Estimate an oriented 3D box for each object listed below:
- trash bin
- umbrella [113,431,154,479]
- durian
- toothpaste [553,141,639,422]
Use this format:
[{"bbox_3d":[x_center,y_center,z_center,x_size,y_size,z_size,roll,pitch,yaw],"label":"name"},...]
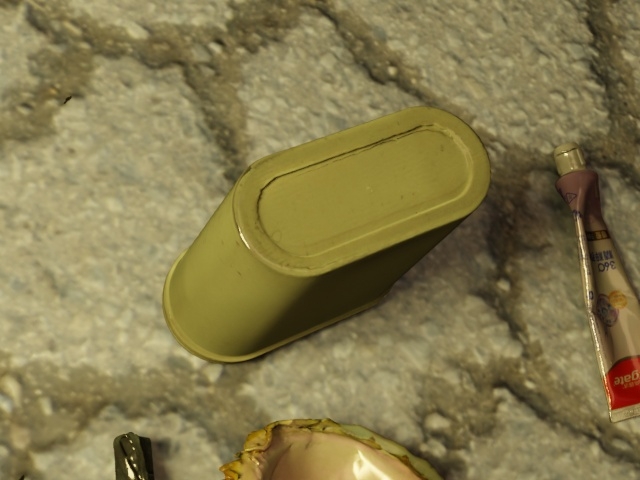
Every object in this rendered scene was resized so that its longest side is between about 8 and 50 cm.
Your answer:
[{"bbox_3d":[0.000,0.000,0.852,0.243,0.247,0.121,-21,79,-26],"label":"trash bin"},{"bbox_3d":[-0.150,0.273,0.797,0.066,0.059,0.236,-18,66,19],"label":"umbrella"},{"bbox_3d":[0.022,0.235,0.826,0.305,0.185,0.196,13,46,-18],"label":"durian"},{"bbox_3d":[0.304,0.038,1.057,0.075,0.048,0.301,-6,74,-26],"label":"toothpaste"}]
